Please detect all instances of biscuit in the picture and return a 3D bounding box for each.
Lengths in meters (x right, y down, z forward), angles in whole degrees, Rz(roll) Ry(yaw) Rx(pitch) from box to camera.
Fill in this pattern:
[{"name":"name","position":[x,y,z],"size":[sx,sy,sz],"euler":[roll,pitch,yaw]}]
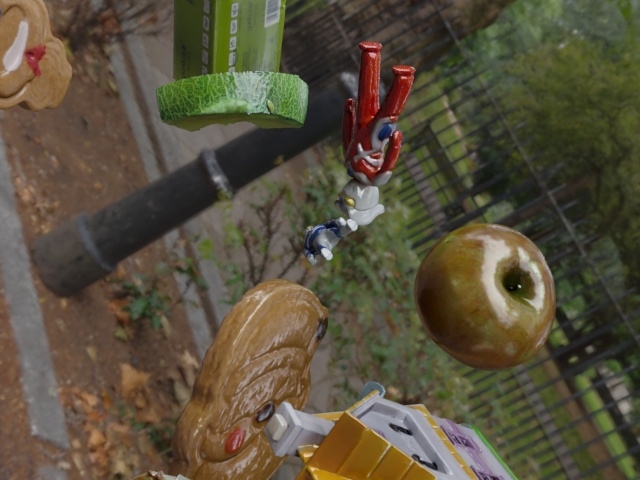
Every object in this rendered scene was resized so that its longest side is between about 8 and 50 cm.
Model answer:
[{"name":"biscuit","position":[-0.119,0.285,1.526],"size":[0.078,0.455,0.350],"euler":[21,12,31]},{"name":"biscuit","position":[-0.499,-0.314,1.392],"size":[0.334,0.047,0.201],"euler":[46,58,-61]}]

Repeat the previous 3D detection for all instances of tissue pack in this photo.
[{"name":"tissue pack","position":[-0.195,-0.456,1.900],"size":[0.167,0.200,0.274],"euler":[42,-38,28]}]

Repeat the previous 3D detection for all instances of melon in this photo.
[{"name":"melon","position":[-0.115,-0.186,1.219],"size":[0.118,0.210,0.064],"euler":[143,-58,-83]}]

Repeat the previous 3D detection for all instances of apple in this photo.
[{"name":"apple","position":[0.260,0.090,1.435],"size":[0.236,0.237,0.207],"euler":[62,-33,5]}]

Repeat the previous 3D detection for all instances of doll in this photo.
[{"name":"doll","position":[0.000,0.000,1.809],"size":[0.057,0.114,0.227],"euler":[37,-10,-11]},{"name":"doll","position":[0.098,-0.196,1.809],"size":[0.188,0.099,0.383],"euler":[46,-42,48]}]

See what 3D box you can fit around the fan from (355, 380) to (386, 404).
[{"name":"fan","position":[0.044,0.406,1.789],"size":[0.057,0.282,0.023],"euler":[19,-20,45]}]

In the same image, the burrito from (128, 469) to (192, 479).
[{"name":"burrito","position":[-0.195,0.400,1.213],"size":[0.348,0.175,0.107],"euler":[20,-1,-31]}]

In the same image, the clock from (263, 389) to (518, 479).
[{"name":"clock","position":[0.079,0.289,1.007],"size":[0.310,0.166,0.235],"euler":[26,15,-33]}]
